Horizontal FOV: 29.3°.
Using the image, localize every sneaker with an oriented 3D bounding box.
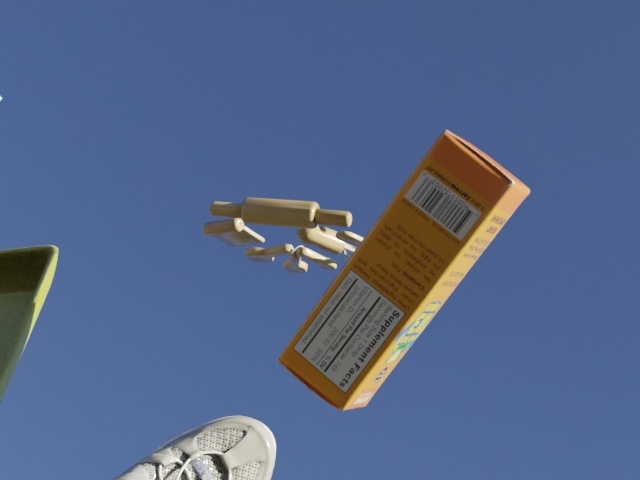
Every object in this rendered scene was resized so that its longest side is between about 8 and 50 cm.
[{"bbox_3d":[-0.146,0.244,1.062,0.105,0.281,0.115,54,-27,6],"label":"sneaker"}]

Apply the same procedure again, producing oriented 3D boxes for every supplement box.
[{"bbox_3d":[0.067,0.027,0.999,0.080,0.078,0.233,41,-79,17],"label":"supplement box"}]

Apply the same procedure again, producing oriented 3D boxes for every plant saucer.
[{"bbox_3d":[-0.335,0.092,1.100,0.188,0.188,0.045,-6,-46,18],"label":"plant saucer"}]

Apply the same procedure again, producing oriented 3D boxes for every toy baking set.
[{"bbox_3d":[-0.003,-0.002,1.397,0.256,0.030,0.197,3,-18,22],"label":"toy baking set"}]

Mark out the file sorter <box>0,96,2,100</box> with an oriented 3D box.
[{"bbox_3d":[-0.547,-0.201,1.681,0.170,0.104,0.118,38,-16,-21],"label":"file sorter"}]
